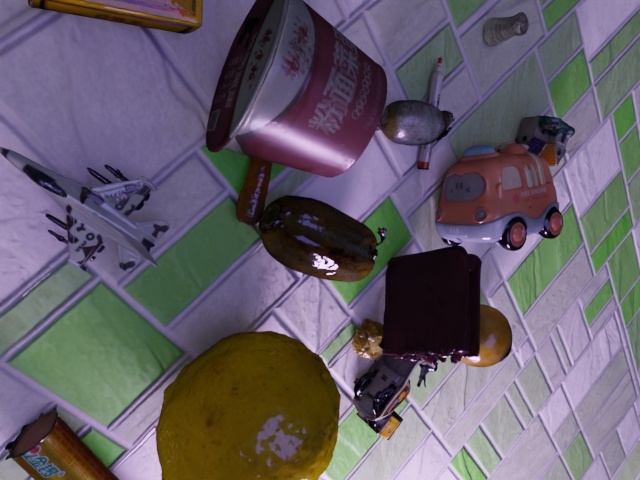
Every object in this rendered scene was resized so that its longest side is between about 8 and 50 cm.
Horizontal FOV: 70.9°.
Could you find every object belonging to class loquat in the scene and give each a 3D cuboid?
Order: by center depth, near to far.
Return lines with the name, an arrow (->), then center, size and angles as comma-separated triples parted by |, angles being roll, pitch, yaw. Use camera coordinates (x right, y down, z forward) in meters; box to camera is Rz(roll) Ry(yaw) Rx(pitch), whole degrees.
loquat -> 0.377, 0.226, 1.067 | 0.163, 0.137, 0.163 | -10, 124, -16

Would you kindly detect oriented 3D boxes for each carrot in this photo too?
carrot -> -0.097, -0.118, 0.731 | 0.047, 0.047, 0.191 | 14, 91, -34

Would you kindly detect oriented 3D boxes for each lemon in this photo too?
lemon -> -0.113, 0.286, 0.703 | 0.322, 0.268, 0.268 | -37, 122, 8

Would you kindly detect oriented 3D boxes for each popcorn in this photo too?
popcorn -> 0.102, 0.206, 0.937 | 0.083, 0.057, 0.082 | 38, 89, -37

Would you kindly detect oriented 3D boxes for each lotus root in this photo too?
lotus root -> 0.000, 0.000, 0.776 | 0.241, 0.123, 0.124 | 23, 63, -33
lotus root -> 0.183, -0.219, 0.845 | 0.165, 0.088, 0.088 | -1, 104, -25

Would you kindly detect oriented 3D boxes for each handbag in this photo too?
handbag -> 0.212, 0.128, 0.866 | 0.074, 0.203, 0.216 | 20, 65, -33

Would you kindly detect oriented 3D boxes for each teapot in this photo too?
teapot -> 0.384, -0.432, 0.915 | 0.067, 0.083, 0.057 | -13, 106, -26

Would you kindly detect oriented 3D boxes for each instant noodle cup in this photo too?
instant noodle cup -> -0.032, -0.202, 0.620 | 0.178, 0.235, 0.235 | 18, 94, -28

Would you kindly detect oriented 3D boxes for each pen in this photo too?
pen -> 0.222, -0.251, 0.900 | 0.026, 0.026, 0.218 | -1, 104, -32

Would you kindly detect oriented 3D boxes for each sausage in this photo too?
sausage -> -0.342, 0.418, 0.711 | 0.082, 0.082, 0.372 | -34, 119, -20

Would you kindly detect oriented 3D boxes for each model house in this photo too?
model house -> 0.519, -0.229, 1.054 | 0.100, 0.087, 0.100 | 15, 94, -30

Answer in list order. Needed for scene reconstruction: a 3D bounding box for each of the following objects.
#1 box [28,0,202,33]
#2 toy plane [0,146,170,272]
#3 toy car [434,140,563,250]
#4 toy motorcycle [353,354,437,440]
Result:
box -> -0.241, -0.422, 0.526 | 0.192, 0.084, 0.302 | -4, 106, -31
toy plane -> -0.310, -0.046, 0.605 | 0.234, 0.082, 0.160 | 42, 90, -18
toy car -> 0.374, -0.099, 0.956 | 0.270, 0.180, 0.213 | -13, 100, -29
toy motorcycle -> 0.176, 0.297, 0.993 | 0.263, 0.091, 0.157 | -52, 131, -7
